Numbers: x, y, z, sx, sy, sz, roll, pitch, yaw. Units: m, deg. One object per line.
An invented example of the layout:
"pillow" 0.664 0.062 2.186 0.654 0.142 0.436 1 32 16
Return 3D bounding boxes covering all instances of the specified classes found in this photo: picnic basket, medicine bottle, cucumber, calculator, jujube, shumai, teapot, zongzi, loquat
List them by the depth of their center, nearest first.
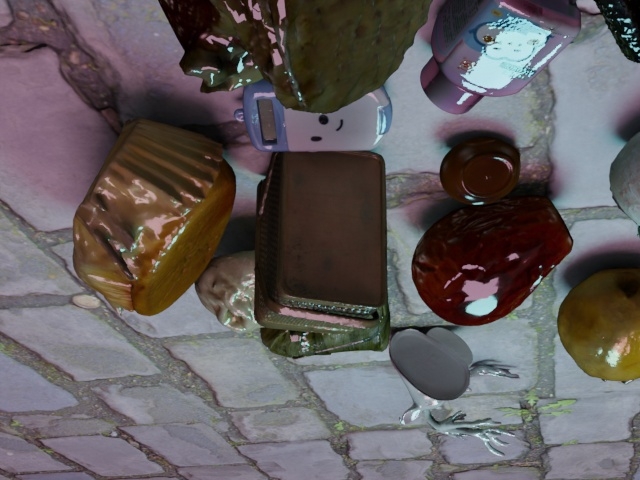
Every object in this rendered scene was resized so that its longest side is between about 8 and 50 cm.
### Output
"shumai" -0.063 -0.292 0.830 0.288 0.292 0.330 30 151 28
"cucumber" 0.330 -0.273 0.961 0.067 0.067 0.245 -21 146 33
"medicine bottle" 0.196 -0.230 0.999 0.119 0.094 0.188 15 147 -20
"calculator" -0.010 -0.167 1.150 0.210 0.039 0.121 0 137 3
"medicine bottle" 0.487 -0.100 1.173 0.147 0.147 0.143 10 146 -17
"picnic basket" 0.000 0.000 1.241 0.165 0.266 0.139 8 155 -17
"teapot" 0.231 -0.103 1.251 0.129 0.078 0.098 -9 111 -10
"jujube" 0.270 0.026 1.380 0.255 0.190 0.190 -32 140 20
"loquat" 0.543 0.147 1.566 0.238 0.193 0.238 -9 132 -10
"zongzi" 0.001 0.114 1.579 0.251 0.125 0.274 -8 148 1

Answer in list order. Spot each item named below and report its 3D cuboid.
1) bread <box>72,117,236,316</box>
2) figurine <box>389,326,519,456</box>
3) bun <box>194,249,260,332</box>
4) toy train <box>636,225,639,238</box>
"bread" -0.235 -0.024 1.250 0.183 0.236 0.388 27 160 -5
"figurine" 0.289 0.330 1.892 0.284 0.206 0.315 6 156 11
"bun" -0.102 0.082 1.463 0.231 0.133 0.231 -12 171 -2
"toy train" 0.559 0.012 1.452 0.044 0.064 0.103 -14 147 27
